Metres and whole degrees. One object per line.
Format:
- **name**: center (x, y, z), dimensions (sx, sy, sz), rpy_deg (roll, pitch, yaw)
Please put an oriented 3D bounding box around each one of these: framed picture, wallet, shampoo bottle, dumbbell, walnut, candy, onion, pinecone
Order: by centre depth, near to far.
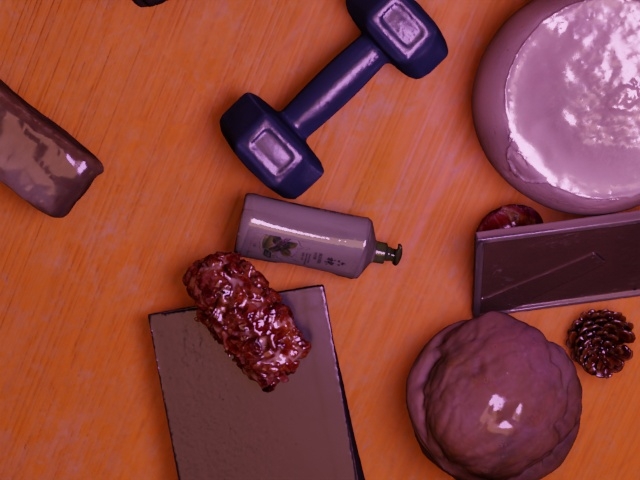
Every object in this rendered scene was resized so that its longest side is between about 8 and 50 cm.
- **dumbbell**: center (0.018, -0.211, 1.829), dimensions (0.325, 0.160, 0.144), rpy_deg (-42, 128, 4)
- **walnut**: center (0.235, 0.228, 1.836), dimensions (0.248, 0.248, 0.248), rpy_deg (0, 97, -1)
- **candy**: center (-0.421, -0.136, 1.852), dimensions (0.234, 0.102, 0.104), rpy_deg (38, 96, -7)
- **framed picture**: center (0.356, 0.032, 1.853), dimensions (0.289, 0.213, 0.016), rpy_deg (-8, 56, 0)
- **shampoo bottle**: center (0.000, 0.000, 1.870), dimensions (0.234, 0.118, 0.087), rpy_deg (12, 67, -3)
- **onion**: center (0.267, -0.004, 1.888), dimensions (0.107, 0.097, 0.107), rpy_deg (-18, 130, -23)
- **framed picture**: center (-0.091, 0.248, 1.892), dimensions (0.255, 0.014, 0.338), rpy_deg (-10, 92, 0)
- **pinecone**: center (0.399, 0.147, 1.899), dimensions (0.102, 0.109, 0.102), rpy_deg (6, 108, 20)
- **wallet**: center (-0.044, 0.360, 1.944), dimensions (0.228, 0.062, 0.406), rpy_deg (-13, 97, 1)

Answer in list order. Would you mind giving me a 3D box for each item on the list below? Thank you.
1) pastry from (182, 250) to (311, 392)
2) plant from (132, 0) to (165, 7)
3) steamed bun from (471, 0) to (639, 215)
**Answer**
- **pastry**: center (-0.105, 0.107, 1.833), dimensions (0.115, 0.097, 0.208), rpy_deg (-35, 91, -9)
- **plant**: center (-0.174, -0.440, 1.758), dimensions (0.276, 0.199, 0.188), rpy_deg (-36, 57, -29)
- **steamed bun**: center (0.367, -0.191, 1.804), dimensions (0.324, 0.206, 0.324), rpy_deg (0, 94, -3)
